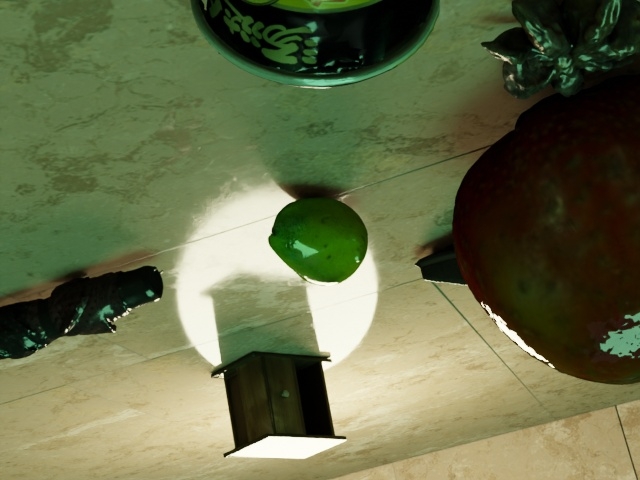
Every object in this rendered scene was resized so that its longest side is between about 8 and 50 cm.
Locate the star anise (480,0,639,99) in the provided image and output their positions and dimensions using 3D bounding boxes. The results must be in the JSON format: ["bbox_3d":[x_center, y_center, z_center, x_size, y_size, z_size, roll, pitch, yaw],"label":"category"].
[{"bbox_3d":[0.283,-0.218,1.223,0.197,0.073,0.212,-15,160,16],"label":"star anise"}]

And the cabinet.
[{"bbox_3d":[-0.080,0.330,2.224,0.215,0.175,0.148,11,149,-41],"label":"cabinet"}]

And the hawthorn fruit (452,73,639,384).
[{"bbox_3d":[0.382,0.003,1.376,0.403,0.403,0.403,-10,158,-4],"label":"hawthorn fruit"}]

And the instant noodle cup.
[{"bbox_3d":[0.001,-0.265,0.835,0.215,0.215,0.236,-8,150,-8],"label":"instant noodle cup"}]

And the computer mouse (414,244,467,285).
[{"bbox_3d":[0.256,0.033,1.787,0.231,0.071,0.126,6,-173,38],"label":"computer mouse"}]

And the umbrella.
[{"bbox_3d":[-0.375,0.108,1.660,0.326,0.090,0.094,-18,153,16],"label":"umbrella"}]

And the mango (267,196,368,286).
[{"bbox_3d":[0.001,0.000,1.543,0.100,0.119,0.178,0,168,37],"label":"mango"}]
